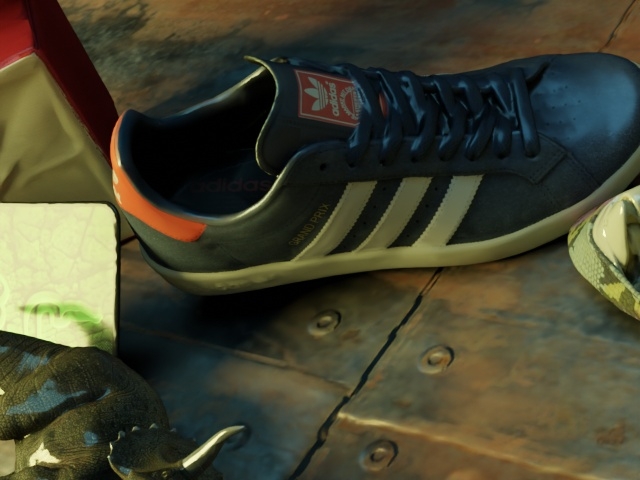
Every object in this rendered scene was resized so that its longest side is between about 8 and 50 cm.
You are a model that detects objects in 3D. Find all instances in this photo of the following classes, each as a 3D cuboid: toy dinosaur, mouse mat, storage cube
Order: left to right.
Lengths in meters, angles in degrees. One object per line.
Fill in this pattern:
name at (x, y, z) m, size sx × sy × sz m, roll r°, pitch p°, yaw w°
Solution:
storage cube at (-0.264, -0.087, 1.097) m, size 0.183 × 0.215 × 0.193 m, roll -26°, pitch 41°, yaw 1°
mouse mat at (-0.206, 0.049, 0.963) m, size 0.189 × 0.152 × 0.007 m, roll 0°, pitch 0°, yaw 35°
toy dinosaur at (-0.148, 0.129, 0.849) m, size 0.160 × 0.121 × 0.313 m, roll -23°, pitch 28°, yaw -15°

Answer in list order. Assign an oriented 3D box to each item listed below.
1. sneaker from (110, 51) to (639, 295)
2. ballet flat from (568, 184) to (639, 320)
sneaker at (0.034, -0.063, 0.883) m, size 0.350 × 0.148 × 0.131 m, roll -16°, pitch 54°, yaw 9°
ballet flat at (0.195, 0.016, 0.770) m, size 0.077 × 0.079 × 0.221 m, roll -29°, pitch 34°, yaw -1°
